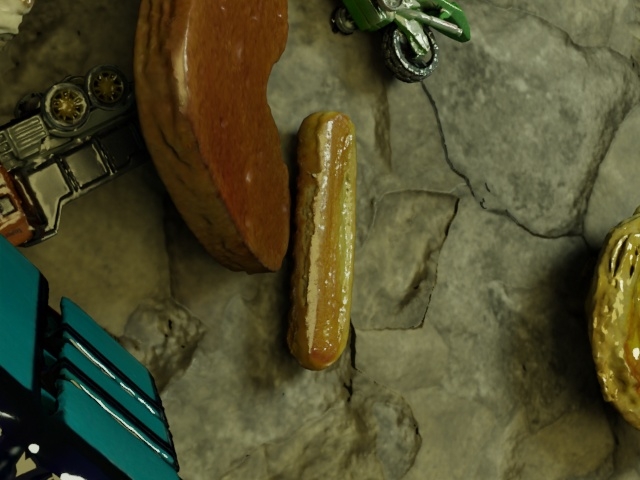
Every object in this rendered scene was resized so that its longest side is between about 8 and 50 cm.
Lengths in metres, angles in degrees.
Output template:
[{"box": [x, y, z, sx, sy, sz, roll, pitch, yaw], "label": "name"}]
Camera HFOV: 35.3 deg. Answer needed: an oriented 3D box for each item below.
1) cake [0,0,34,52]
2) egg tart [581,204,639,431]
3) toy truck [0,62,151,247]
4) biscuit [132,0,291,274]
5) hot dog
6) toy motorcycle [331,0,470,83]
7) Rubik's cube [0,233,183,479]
[{"box": [-0.250, -0.212, 0.669, 0.135, 0.135, 0.147, 20, 83, -27], "label": "cake"}, {"box": [0.334, 0.074, 0.985, 0.241, 0.106, 0.241, 0, 90, -30], "label": "egg tart"}, {"box": [-0.197, -0.057, 0.715, 0.192, 0.083, 0.092, -32, 108, -27], "label": "toy truck"}, {"box": [-0.070, -0.128, 0.755, 0.262, 0.052, 0.277, 63, 29, -60], "label": "biscuit"}, {"box": [0.000, 0.000, 0.840, 0.066, 0.047, 0.215, 4, 86, -45], "label": "hot dog"}, {"box": [0.055, -0.232, 0.873, 0.106, 0.074, 0.190, -44, 108, -32], "label": "toy motorcycle"}, {"box": [-0.267, 0.122, 0.518, 0.293, 0.288, 0.283, -47, 107, -3], "label": "Rubik's cube"}]
